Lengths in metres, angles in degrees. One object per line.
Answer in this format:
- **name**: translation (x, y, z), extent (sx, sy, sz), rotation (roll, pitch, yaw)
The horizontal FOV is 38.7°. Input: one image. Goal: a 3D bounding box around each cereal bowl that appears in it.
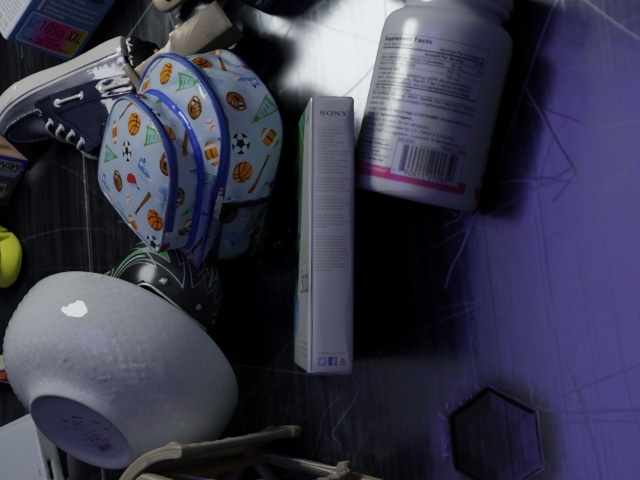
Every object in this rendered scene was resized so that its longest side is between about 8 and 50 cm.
- **cereal bowl**: translation (-0.292, 0.207, 1.249), extent (0.338, 0.141, 0.339), rotation (14, 135, 14)

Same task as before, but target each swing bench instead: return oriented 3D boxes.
- **swing bench**: translation (-0.084, 0.335, 1.152), extent (0.254, 0.253, 0.165), rotation (27, 101, 30)

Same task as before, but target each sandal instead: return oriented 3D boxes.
- **sandal**: translation (-0.669, -0.025, 1.623), extent (0.317, 0.138, 0.126), rotation (29, 104, 33)

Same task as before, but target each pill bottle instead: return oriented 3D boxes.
- **pill bottle**: translation (0.140, -0.186, 1.099), extent (0.160, 0.160, 0.283), rotation (15, 94, 33)

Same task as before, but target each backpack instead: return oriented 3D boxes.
- **backpack**: translation (-0.171, -0.123, 1.237), extent (0.276, 0.213, 0.264), rotation (41, 123, 30)

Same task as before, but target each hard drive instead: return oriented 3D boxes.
- **hard drive**: translation (-0.560, 0.437, 1.577), extent (0.307, 0.040, 0.203), rotation (-26, 73, 28)

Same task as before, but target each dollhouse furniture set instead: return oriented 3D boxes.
- **dollhouse furniture set**: translation (-0.250, -0.354, 1.312), extent (0.161, 0.212, 0.242), rotation (-34, 90, 6)

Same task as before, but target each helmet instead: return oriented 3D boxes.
- **helmet**: translation (-0.221, 0.072, 1.313), extent (0.161, 0.169, 0.169), rotation (-33, 69, 14)

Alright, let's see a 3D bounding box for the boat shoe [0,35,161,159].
- **boat shoe**: translation (-0.393, -0.189, 1.458), extent (0.340, 0.127, 0.158), rotation (-22, 68, 29)

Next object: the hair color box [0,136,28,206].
- **hair color box**: translation (-0.699, -0.197, 1.624), extent (0.339, 0.185, 0.110), rotation (39, 106, 28)

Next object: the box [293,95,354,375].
- **box**: translation (0.000, 0.000, 1.148), extent (0.058, 0.232, 0.322), rotation (2, 85, -6)

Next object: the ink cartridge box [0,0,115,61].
- **ink cartridge box**: translation (-0.407, -0.535, 1.480), extent (0.395, 0.151, 0.270), rotation (-49, 62, 21)

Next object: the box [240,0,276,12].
- **box**: translation (-0.121, -0.482, 1.298), extent (0.163, 0.142, 0.247), rotation (-40, 67, 24)

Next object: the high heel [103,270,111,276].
- **high heel**: translation (-0.342, 0.177, 1.423), extent (0.186, 0.093, 0.261), rotation (-12, 75, 33)

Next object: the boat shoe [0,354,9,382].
- **boat shoe**: translation (-0.579, 0.223, 1.602), extent (0.137, 0.049, 0.043), rotation (3, 127, 33)
